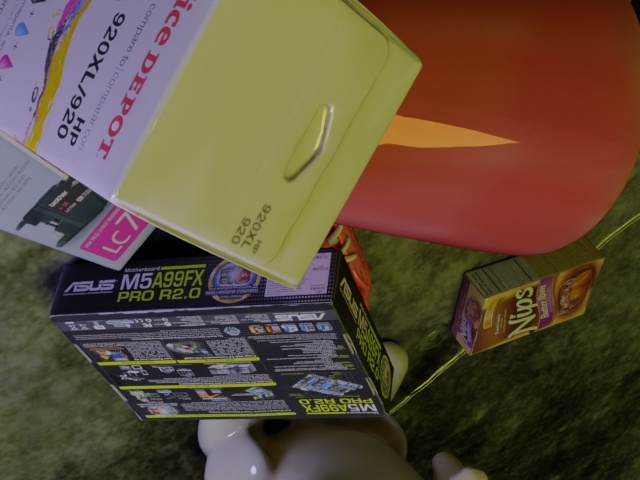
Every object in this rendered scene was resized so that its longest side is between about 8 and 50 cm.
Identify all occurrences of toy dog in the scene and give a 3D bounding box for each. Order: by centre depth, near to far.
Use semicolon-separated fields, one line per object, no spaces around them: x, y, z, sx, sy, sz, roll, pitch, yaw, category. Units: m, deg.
0.028;0.372;1.177;0.284;0.408;0.395;7;124;-40;toy dog

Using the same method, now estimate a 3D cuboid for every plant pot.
0.076;-0.116;0.838;0.243;0.275;0.275;-2;130;-33;plant pot

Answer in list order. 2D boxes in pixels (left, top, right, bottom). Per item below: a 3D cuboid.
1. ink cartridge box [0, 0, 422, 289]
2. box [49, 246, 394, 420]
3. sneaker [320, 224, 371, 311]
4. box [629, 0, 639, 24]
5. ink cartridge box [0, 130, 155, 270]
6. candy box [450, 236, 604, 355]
-0.094;-0.108;0.668;0.168;0.232;0.171;27;92;-48;ink cartridge box
-0.085;0.097;0.986;0.270;0.060;0.216;-4;144;17;box
0.001;0.000;1.001;0.116;0.136;0.314;-30;141;-9;sneaker
0.327;-0.306;0.910;0.143;0.165;0.270;-6;133;-32;box
-0.225;-0.097;0.803;0.186;0.065;0.311;-48;138;14;ink cartridge box
0.263;0.070;1.331;0.186;0.053;0.109;-16;138;-21;candy box
